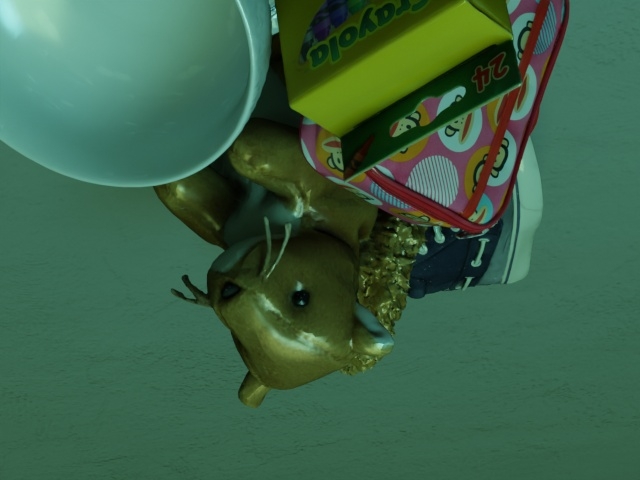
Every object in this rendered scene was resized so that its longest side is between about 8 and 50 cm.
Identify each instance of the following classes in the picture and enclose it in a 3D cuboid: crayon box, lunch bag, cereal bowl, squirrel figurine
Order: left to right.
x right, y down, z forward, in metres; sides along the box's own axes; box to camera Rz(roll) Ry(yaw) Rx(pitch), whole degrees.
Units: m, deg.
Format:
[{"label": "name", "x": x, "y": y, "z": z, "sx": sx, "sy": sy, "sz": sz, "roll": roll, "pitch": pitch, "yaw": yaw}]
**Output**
[{"label": "cereal bowl", "x": -0.195, "y": -0.223, "z": 1.747, "sx": 0.339, "sy": 0.141, "sz": 0.339, "roll": 12, "pitch": 131, "yaw": 14}, {"label": "squirrel figurine", "x": 0.000, "y": 0.000, "z": 1.973, "sx": 0.281, "sy": 0.370, "sz": 0.397, "roll": -24, "pitch": 144, "yaw": 22}, {"label": "crayon box", "x": 0.058, "y": -0.234, "z": 1.680, "sx": 0.202, "sy": 0.318, "sz": 0.081, "roll": -30, "pitch": 141, "yaw": 28}, {"label": "lunch bag", "x": 0.128, "y": -0.159, "z": 1.847, "sx": 0.258, "sy": 0.293, "sz": 0.120, "roll": 27, "pitch": 167, "yaw": -40}]

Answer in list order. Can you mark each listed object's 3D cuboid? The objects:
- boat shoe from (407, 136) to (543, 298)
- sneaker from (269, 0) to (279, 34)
[{"label": "boat shoe", "x": 0.164, "y": -0.035, "z": 2.177, "sx": 0.158, "sy": 0.127, "sz": 0.340, "roll": -14, "pitch": 148, "yaw": -5}, {"label": "sneaker", "x": -0.143, "y": -0.224, "z": 1.879, "sx": 0.258, "sy": 0.094, "sz": 0.091, "roll": -23, "pitch": 119, "yaw": 21}]
